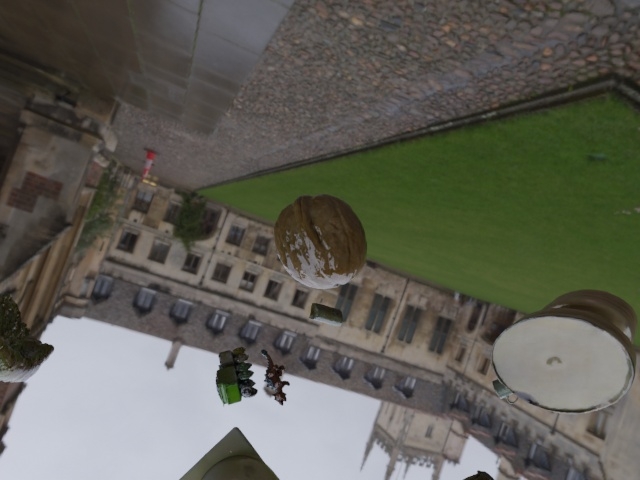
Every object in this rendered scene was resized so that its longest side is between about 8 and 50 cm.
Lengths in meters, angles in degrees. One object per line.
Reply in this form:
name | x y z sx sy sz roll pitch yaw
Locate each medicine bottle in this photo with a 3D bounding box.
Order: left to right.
medicine bottle | -0.179 0.702 1.258 0.406 0.236 0.235 44 -171 26

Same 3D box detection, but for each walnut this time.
walnut | -0.001 0.000 1.590 0.251 0.313 0.277 -17 173 -41

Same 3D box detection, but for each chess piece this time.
chess piece | 0.356 0.119 0.672 0.307 0.139 0.124 -11 -123 -50

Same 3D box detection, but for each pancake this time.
pancake | -0.662 0.200 1.077 0.054 0.198 0.377 -14 161 -13

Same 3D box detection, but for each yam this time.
yam | 0.016 0.175 1.183 0.094 0.043 0.043 20 178 -32

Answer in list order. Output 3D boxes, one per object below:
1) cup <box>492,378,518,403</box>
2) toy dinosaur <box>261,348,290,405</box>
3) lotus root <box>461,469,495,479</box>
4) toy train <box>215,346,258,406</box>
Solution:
cup | 0.559 0.434 1.473 0.054 0.083 0.075 41 -152 -41
toy dinosaur | -0.118 0.347 1.282 0.049 0.055 0.154 27 -148 -57
lotus root | 0.399 0.664 1.274 0.070 0.144 0.143 57 163 -12
toy train | -0.184 0.285 1.067 0.081 0.060 0.202 -13 -171 -13
